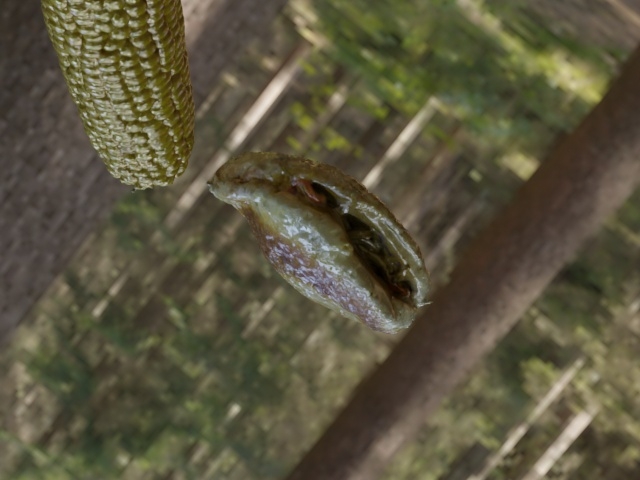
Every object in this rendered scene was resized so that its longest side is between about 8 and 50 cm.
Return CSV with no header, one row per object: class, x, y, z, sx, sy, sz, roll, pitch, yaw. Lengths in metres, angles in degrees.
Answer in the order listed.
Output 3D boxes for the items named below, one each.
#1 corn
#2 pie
corn,-0.132,-0.130,1.123,0.091,0.091,0.260,58,165,34
pie,0.000,0.000,1.386,0.205,0.084,0.179,46,165,-25
